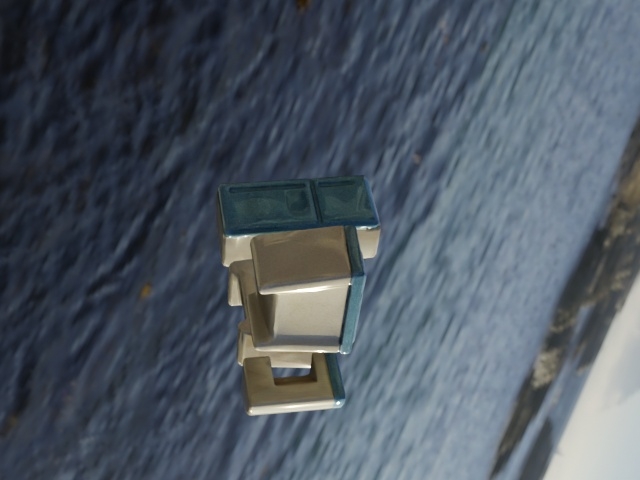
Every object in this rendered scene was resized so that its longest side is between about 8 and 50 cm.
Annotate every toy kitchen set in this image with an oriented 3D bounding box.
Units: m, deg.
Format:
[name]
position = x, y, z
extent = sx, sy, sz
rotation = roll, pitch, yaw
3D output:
[toy kitchen set]
position = 0.000, 0.000, 0.847
extent = 0.166, 0.122, 0.207
rotation = 97, -15, -47
